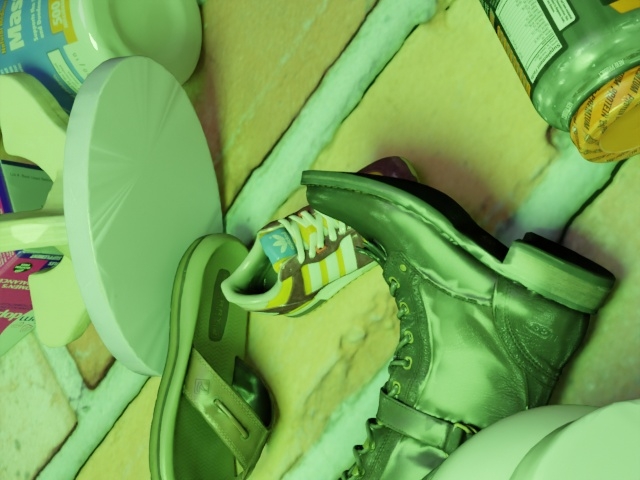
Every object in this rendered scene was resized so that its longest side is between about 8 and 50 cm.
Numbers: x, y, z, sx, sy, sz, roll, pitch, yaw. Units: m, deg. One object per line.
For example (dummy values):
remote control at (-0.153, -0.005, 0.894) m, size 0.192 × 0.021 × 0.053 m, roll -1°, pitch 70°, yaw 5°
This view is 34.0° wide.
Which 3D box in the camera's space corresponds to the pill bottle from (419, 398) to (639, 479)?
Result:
pill bottle at (0.113, 0.180, 0.529) m, size 0.301 × 0.169 × 0.169 m, roll 112°, pitch 144°, yaw -64°

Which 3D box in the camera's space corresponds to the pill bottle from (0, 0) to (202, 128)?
pill bottle at (-0.261, -0.190, 1.042) m, size 0.272 × 0.152 × 0.152 m, roll -10°, pitch 78°, yaw 38°

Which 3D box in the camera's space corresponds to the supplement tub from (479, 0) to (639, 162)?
supplement tub at (0.174, -0.154, 0.693) m, size 0.117 × 0.117 × 0.190 m, roll -37°, pitch 63°, yaw 31°

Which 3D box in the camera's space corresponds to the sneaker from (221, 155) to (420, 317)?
sneaker at (0.000, 0.000, 0.839) m, size 0.185 × 0.084 × 0.069 m, roll -46°, pitch 58°, yaw 26°

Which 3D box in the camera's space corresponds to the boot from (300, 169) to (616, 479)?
boot at (0.065, 0.084, 0.752) m, size 0.263 × 0.091 × 0.229 m, roll 26°, pitch 103°, yaw 24°

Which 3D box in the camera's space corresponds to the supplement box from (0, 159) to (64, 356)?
supplement box at (-0.338, 0.026, 1.104) m, size 0.220 × 0.111 × 0.114 m, roll -36°, pitch 63°, yaw 32°

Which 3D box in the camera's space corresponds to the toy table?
toy table at (-0.203, -0.019, 0.925) m, size 0.161 × 0.252 × 0.274 m, roll 1°, pitch 94°, yaw 30°

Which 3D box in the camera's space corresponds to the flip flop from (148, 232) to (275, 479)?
flip flop at (-0.078, 0.130, 0.887) m, size 0.080 × 0.112 × 0.277 m, roll 0°, pitch 78°, yaw 26°
